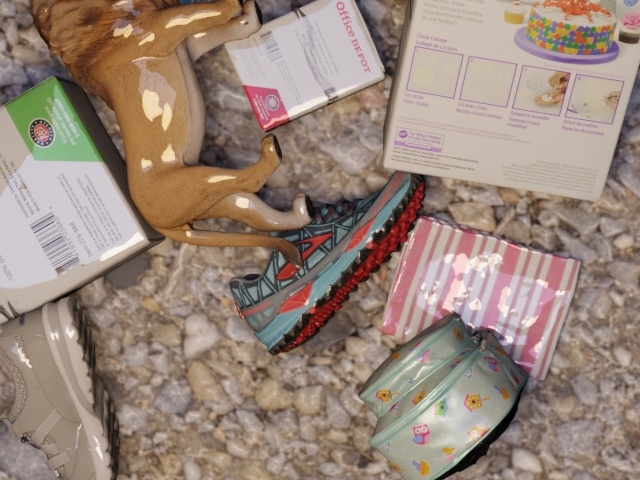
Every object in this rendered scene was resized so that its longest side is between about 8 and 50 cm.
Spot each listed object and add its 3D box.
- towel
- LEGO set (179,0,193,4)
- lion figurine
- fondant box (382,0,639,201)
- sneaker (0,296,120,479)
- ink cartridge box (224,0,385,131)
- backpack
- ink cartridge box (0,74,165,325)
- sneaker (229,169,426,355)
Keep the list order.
[{"bbox_3d":[0.178,0.063,1.789,0.197,0.029,0.144,17,94,3],"label":"towel"},{"bbox_3d":[-0.189,-0.353,1.805,0.244,0.060,0.182,10,105,5],"label":"LEGO set"},{"bbox_3d":[-0.164,-0.134,1.705,0.240,0.142,0.392,-15,84,12],"label":"lion figurine"},{"bbox_3d":[0.209,-0.218,1.666,0.238,0.096,0.330,9,121,-3],"label":"fondant box"},{"bbox_3d":[-0.290,0.194,1.765,0.115,0.105,0.281,-9,112,2],"label":"sneaker"},{"bbox_3d":[-0.015,-0.198,1.777,0.150,0.063,0.109,-23,90,4],"label":"ink cartridge box"},{"bbox_3d":[0.127,0.172,1.703,0.166,0.188,0.144,-40,96,15],"label":"backpack"},{"bbox_3d":[-0.352,-0.019,1.777,0.289,0.121,0.211,-29,90,5],"label":"ink cartridge box"},{"bbox_3d":[0.000,0.000,1.757,0.262,0.104,0.125,-46,77,11],"label":"sneaker"}]
